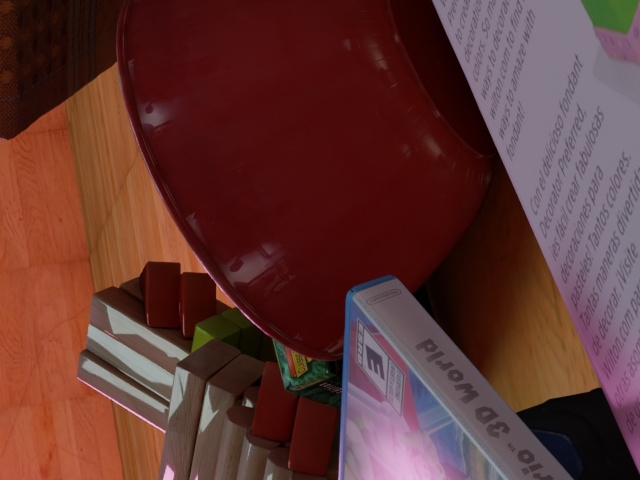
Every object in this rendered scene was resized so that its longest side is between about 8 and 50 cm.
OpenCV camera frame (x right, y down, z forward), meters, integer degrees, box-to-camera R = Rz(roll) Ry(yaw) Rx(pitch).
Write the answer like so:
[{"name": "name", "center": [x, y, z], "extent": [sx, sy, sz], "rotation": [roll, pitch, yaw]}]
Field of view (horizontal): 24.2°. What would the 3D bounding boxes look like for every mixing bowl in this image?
[{"name": "mixing bowl", "center": [0.010, -0.052, 0.622], "extent": [0.181, 0.098, 0.181], "rotation": [48, -153, -33]}]

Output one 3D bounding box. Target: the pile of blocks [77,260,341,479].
[{"name": "pile of blocks", "center": [-0.015, 0.101, 0.846], "extent": [0.362, 0.149, 0.112], "rotation": [47, 134, 48]}]

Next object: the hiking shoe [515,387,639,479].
[{"name": "hiking shoe", "center": [0.063, 0.161, 0.529], "extent": [0.113, 0.132, 0.304], "rotation": [-113, 20, -49]}]

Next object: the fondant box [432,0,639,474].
[{"name": "fondant box", "center": [0.125, -0.021, 0.247], "extent": [0.238, 0.096, 0.330], "rotation": [99, 157, -52]}]

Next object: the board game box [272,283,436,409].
[{"name": "board game box", "center": [-0.002, -0.035, 0.739], "extent": [0.136, 0.030, 0.259], "rotation": [25, -137, -53]}]

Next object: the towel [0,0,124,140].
[{"name": "towel", "center": [-0.089, -0.224, 0.722], "extent": [0.370, 0.040, 0.271], "rotation": [-58, -25, -65]}]

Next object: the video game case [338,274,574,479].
[{"name": "video game case", "center": [0.050, 0.101, 0.325], "extent": [0.166, 0.015, 0.119], "rotation": [49, 149, 42]}]
